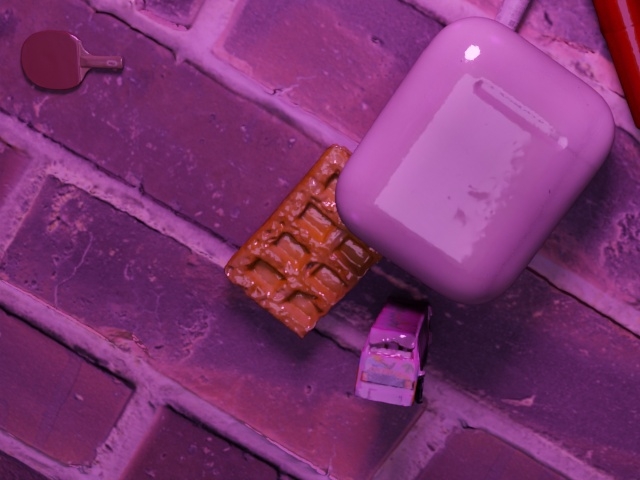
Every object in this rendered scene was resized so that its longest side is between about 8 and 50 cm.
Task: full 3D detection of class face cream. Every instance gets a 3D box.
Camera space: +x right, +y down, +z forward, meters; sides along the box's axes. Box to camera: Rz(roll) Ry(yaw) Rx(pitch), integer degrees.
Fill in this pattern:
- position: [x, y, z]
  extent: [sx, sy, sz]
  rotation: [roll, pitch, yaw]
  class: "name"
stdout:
- position: [0.276, -0.346, 1.556]
  extent: [0.034, 0.034, 0.130]
  rotation: [25, 112, -1]
  class: "face cream"

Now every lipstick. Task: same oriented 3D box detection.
- position: [0.411, -0.284, 1.542]
  extent: [0.073, 0.073, 0.279]
  rotation: [-19, 105, 14]
  class: "lipstick"

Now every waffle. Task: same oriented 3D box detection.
- position: [0.000, 0.000, 1.709]
  extent: [0.168, 0.057, 0.274]
  rotation: [40, 110, -7]
  class: "waffle"

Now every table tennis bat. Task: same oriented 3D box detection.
- position: [-0.363, -0.263, 1.691]
  extent: [0.157, 0.013, 0.087]
  rotation: [3, 108, 9]
  class: "table tennis bat"

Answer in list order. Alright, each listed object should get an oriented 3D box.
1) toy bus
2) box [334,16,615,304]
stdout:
- position: [0.111, 0.155, 1.639]
  extent: [0.090, 0.274, 0.112]
  rotation: [8, 98, 7]
  class: "toy bus"
- position: [0.208, -0.105, 1.573]
  extent: [0.289, 0.141, 0.349]
  rotation: [34, 98, -5]
  class: "box"
